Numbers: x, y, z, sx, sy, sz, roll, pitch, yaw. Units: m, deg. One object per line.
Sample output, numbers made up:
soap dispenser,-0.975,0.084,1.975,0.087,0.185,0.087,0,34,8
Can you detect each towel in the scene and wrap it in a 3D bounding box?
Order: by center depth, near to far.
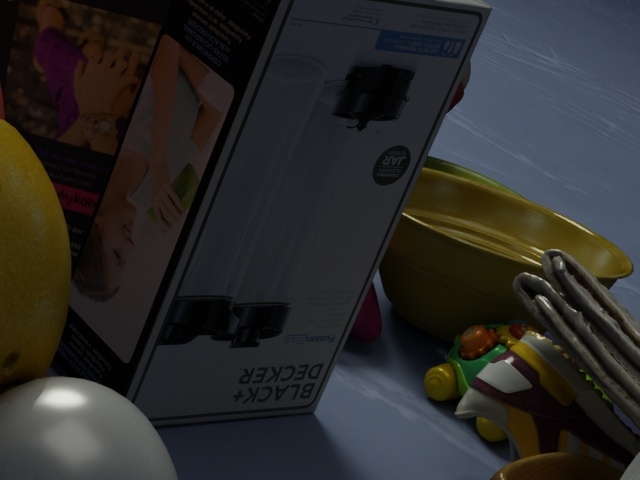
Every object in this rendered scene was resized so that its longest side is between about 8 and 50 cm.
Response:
towel,0.232,0.118,1.096,0.187,0.049,0.282,51,6,38

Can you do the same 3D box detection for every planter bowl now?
planter bowl,0.112,0.022,1.314,0.217,0.090,0.217,18,14,-5

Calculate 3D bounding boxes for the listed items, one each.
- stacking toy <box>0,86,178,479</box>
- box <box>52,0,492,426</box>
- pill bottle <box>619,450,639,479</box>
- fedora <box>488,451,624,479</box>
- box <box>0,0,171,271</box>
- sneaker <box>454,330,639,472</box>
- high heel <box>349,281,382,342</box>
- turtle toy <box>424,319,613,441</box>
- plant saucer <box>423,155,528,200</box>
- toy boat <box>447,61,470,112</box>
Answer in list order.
stacking toy,-0.243,0.007,0.867,0.480,0.350,0.350,49,29,14
box,-0.033,-0.034,1.052,0.169,0.290,0.087,2,30,-45
pill bottle,0.292,0.222,0.884,0.318,0.176,0.176,27,21,-7
fedora,0.142,0.173,1.010,0.194,0.079,0.194,18,22,-7
box,-0.142,-0.102,1.135,0.143,0.270,0.165,22,21,0
sneaker,0.167,0.148,1.128,0.185,0.084,0.069,48,-3,5
high heel,0.000,0.000,1.330,0.117,0.082,0.244,48,5,-10
turtle toy,0.140,0.096,1.209,0.130,0.066,0.095,36,25,32
plant saucer,0.113,-0.018,1.499,0.241,0.037,0.241,19,21,-7
toy boat,0.021,-0.129,1.544,0.151,0.151,0.231,38,-12,-10
